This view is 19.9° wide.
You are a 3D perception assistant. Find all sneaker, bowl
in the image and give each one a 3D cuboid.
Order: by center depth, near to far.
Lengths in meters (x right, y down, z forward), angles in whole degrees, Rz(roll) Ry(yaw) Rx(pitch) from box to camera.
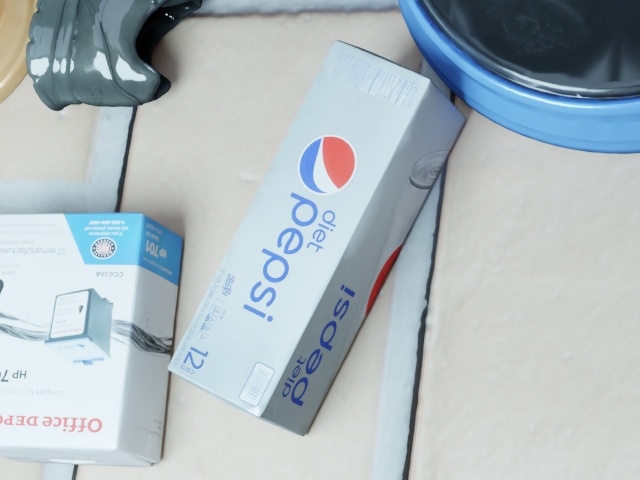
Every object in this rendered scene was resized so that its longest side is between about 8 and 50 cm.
[{"bbox_3d":[0.233,-0.262,1.399,0.391,0.077,0.391,-5,73,19],"label":"bowl"},{"bbox_3d":[-0.157,-0.244,1.533,0.130,0.109,0.286,7,87,15],"label":"sneaker"}]

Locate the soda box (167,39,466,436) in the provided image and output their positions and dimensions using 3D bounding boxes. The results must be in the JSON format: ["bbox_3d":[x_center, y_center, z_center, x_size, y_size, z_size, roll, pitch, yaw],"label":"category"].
[{"bbox_3d":[0.000,0.000,1.400,0.091,0.098,0.286,25,85,25],"label":"soda box"}]

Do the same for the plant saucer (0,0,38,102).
[{"bbox_3d":[-0.337,-0.197,1.611,0.200,0.037,0.200,-5,74,18],"label":"plant saucer"}]

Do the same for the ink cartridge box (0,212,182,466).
[{"bbox_3d":[-0.196,0.079,1.460,0.139,0.082,0.190,-1,74,20],"label":"ink cartridge box"}]
